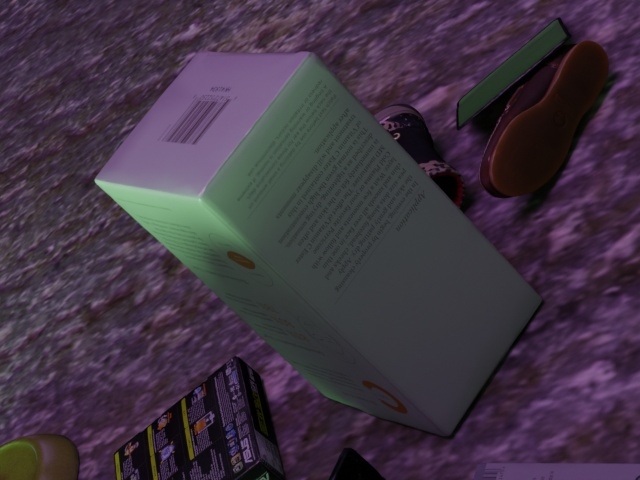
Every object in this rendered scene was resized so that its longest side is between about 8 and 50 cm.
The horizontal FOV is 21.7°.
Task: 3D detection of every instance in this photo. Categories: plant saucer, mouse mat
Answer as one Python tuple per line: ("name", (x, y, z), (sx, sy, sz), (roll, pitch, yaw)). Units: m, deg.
("plant saucer", (-0.383, 0.318, 1.956), (0.241, 0.037, 0.241), (-33, 30, 22))
("mouse mat", (0.205, -0.182, 1.797), (0.153, 0.007, 0.189), (-40, 7, 13))

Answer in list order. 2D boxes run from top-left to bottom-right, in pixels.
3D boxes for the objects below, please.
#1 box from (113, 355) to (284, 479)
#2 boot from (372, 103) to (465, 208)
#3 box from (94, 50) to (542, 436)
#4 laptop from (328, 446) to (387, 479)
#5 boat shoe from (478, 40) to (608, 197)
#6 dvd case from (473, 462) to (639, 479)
("box", (-0.131, 0.233, 1.723), (0.184, 0.045, 0.190), (-41, 29, 12))
("boot", (0.042, -0.033, 1.803), (0.236, 0.085, 0.178), (-42, 30, 5))
("box", (0.000, 0.000, 1.533), (0.168, 0.345, 0.215), (-53, 29, -16))
("laptop", (-0.002, 0.325, 1.220), (0.137, 0.234, 0.264), (-9, 46, 47))
("boat shoe", (0.220, -0.118, 1.696), (0.207, 0.073, 0.073), (-50, 19, -27))
("dvd case", (0.210, 0.227, 1.171), (0.239, 0.029, 0.179), (-3, 37, 22))
